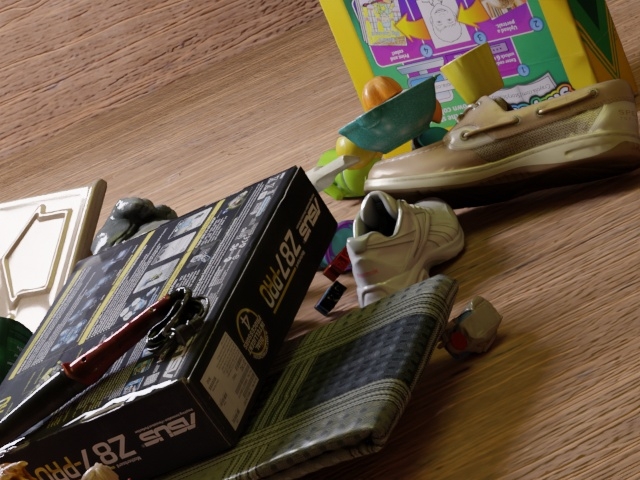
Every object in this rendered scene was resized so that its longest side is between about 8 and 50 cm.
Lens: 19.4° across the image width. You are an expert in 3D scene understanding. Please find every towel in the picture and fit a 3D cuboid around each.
[{"bbox_3d":[-0.034,0.168,1.771,0.324,0.056,0.312,-24,16,25],"label":"towel"}]

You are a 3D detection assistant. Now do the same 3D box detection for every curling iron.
[{"bbox_3d":[-0.221,0.126,1.745,0.274,0.035,0.068,-32,22,8],"label":"curling iron"}]

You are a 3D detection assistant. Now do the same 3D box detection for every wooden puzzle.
[{"bbox_3d":[-0.389,0.103,2.238,0.348,0.080,0.322,-13,55,40],"label":"wooden puzzle"}]

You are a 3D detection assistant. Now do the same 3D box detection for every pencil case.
[{"bbox_3d":[0.000,0.000,2.290,0.070,0.064,0.152,-53,26,-14],"label":"pencil case"}]

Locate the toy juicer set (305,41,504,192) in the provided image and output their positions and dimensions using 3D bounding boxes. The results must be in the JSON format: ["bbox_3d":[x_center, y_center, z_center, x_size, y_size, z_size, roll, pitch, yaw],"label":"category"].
[{"bbox_3d":[0.062,-0.146,2.308,0.329,0.089,0.209,-31,2,-41],"label":"toy juicer set"}]

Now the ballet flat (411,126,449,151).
[{"bbox_3d":[0.132,-0.092,2.422,0.068,0.072,0.213,-49,3,22],"label":"ballet flat"}]

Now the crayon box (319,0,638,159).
[{"bbox_3d":[0.199,-0.287,2.507,0.363,0.313,0.106,-10,23,37],"label":"crayon box"}]

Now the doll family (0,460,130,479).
[{"bbox_3d":[-0.251,0.259,1.597,0.263,0.163,0.118,-6,23,45],"label":"doll family"}]

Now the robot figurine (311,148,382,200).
[{"bbox_3d":[0.040,-0.092,2.532,0.101,0.067,0.115,-44,25,-29],"label":"robot figurine"}]

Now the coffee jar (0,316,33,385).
[{"bbox_3d":[-0.352,0.178,2.018,0.096,0.079,0.184,-28,46,20],"label":"coffee jar"}]

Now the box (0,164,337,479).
[{"bbox_3d":[-0.176,0.105,1.901,0.318,0.097,0.395,-22,24,27],"label":"box"}]

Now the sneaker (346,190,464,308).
[{"bbox_3d":[0.094,-0.013,2.115,0.090,0.115,0.232,-15,17,25],"label":"sneaker"}]

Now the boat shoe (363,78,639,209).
[{"bbox_3d":[0.212,-0.111,2.220,0.341,0.110,0.121,-10,-14,20],"label":"boat shoe"}]

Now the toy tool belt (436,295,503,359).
[{"bbox_3d":[0.140,0.094,1.844,0.083,0.052,0.051,-38,-4,-44],"label":"toy tool belt"}]

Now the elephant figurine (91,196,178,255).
[{"bbox_3d":[-0.177,0.036,2.250,0.239,0.169,0.186,21,89,57],"label":"elephant figurine"}]

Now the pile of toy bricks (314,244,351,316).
[{"bbox_3d":[-0.056,0.069,2.117,0.212,0.118,0.105,-53,3,-33],"label":"pile of toy bricks"}]
